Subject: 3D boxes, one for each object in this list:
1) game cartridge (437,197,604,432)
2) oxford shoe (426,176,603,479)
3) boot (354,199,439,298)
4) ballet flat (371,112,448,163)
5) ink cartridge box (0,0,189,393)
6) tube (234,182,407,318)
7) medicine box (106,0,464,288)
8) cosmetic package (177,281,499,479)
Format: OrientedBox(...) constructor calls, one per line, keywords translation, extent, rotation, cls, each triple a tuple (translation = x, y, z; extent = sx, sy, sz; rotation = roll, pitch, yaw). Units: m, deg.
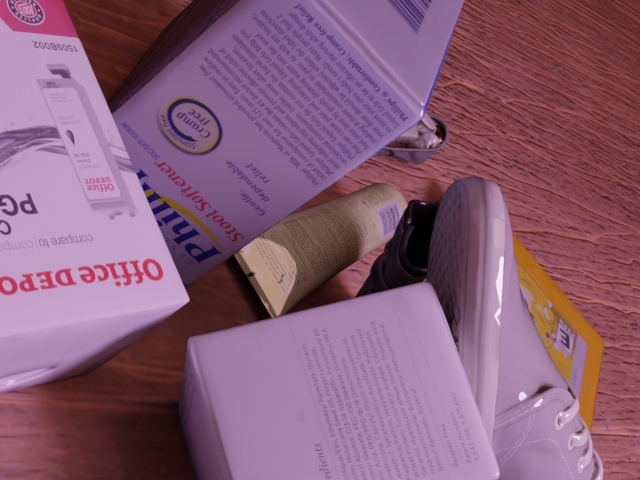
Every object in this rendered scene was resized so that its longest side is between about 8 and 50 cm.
OrientedBox(translation=(0.205, 0.123, 1.310), extent=(0.285, 0.052, 0.324), rotation=(47, 33, -15), cls="game cartridge")
OrientedBox(translation=(0.158, 0.156, 0.957), extent=(0.169, 0.130, 0.449), rotation=(-91, 173, -68), cls="oxford shoe")
OrientedBox(translation=(0.053, 0.074, 1.034), extent=(0.083, 0.161, 0.246), rotation=(20, 36, -2), cls="boot")
OrientedBox(translation=(0.070, -0.129, 1.327), extent=(0.213, 0.068, 0.072), rotation=(2, 61, -52), cls="ballet flat")
OrientedBox(translation=(-0.237, -0.047, 0.801), extent=(0.207, 0.117, 0.283), rotation=(-8, 69, -55), cls="ink cartridge box")
OrientedBox(translation=(0.000, 0.000, 1.143), extent=(0.070, 0.062, 0.240), rotation=(21, 27, 27), cls="tube")
OrientedBox(translation=(-0.042, -0.139, 0.979), extent=(0.149, 0.289, 0.263), rotation=(44, 35, -16), cls="medicine box")
OrientedBox(translation=(0.004, 0.141, 0.862), extent=(0.183, 0.151, 0.151), rotation=(-12, 68, -15), cls="cosmetic package")
